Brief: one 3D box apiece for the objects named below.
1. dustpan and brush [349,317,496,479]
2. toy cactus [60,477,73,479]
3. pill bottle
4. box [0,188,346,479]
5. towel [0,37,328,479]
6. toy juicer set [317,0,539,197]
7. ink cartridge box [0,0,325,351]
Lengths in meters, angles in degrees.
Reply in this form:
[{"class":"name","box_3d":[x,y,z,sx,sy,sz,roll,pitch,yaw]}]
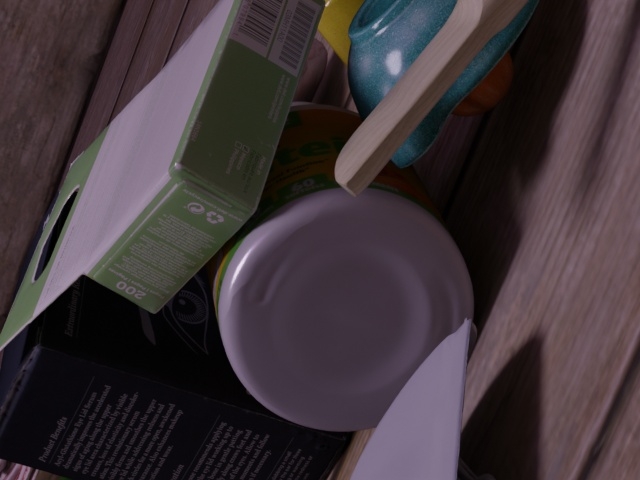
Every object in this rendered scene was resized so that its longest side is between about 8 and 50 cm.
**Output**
[{"class":"dustpan and brush","box_3d":[0.039,0.152,0.969,0.211,0.060,0.147,-47,26,45]},{"class":"toy cactus","box_3d":[-0.205,0.178,1.786,0.180,0.112,0.219,-50,15,32]},{"class":"pill bottle","box_3d":[0.000,0.000,1.116,0.246,0.136,0.136,-111,41,-69]},{"class":"box","box_3d":[-0.095,0.078,1.232,0.153,0.207,0.108,-88,22,-49]},{"class":"towel","box_3d":[-0.127,0.019,1.482,0.332,0.053,0.317,-48,-12,-54]},{"class":"toy juicer set","box_3d":[0.094,-0.132,1.050,0.209,0.089,0.329,-44,16,13]},{"class":"ink cartridge box","box_3d":[-0.095,-0.032,1.109,0.235,0.056,0.171,-44,22,45]}]
